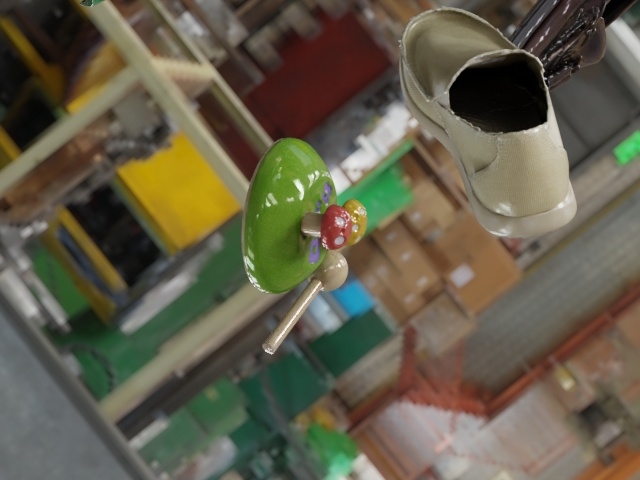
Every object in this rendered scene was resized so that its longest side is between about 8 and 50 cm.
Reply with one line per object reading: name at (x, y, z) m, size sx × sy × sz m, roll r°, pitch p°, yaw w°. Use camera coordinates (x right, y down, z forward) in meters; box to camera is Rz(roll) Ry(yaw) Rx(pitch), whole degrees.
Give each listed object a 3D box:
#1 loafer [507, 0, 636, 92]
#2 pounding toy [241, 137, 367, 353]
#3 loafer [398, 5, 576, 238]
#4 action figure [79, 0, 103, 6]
loafer at (0.263, -0.223, 1.586) m, size 0.302 × 0.095 × 0.109 m, roll -52°, pitch 179°, yaw -24°
pounding toy at (0.000, 0.000, 1.869) m, size 0.183 × 0.110 × 0.237 m, roll -56°, pitch 147°, yaw -45°
loafer at (0.129, -0.112, 1.235) m, size 0.102 × 0.268 × 0.092 m, roll -12°, pitch 130°, yaw -11°
action figure at (-0.123, -0.301, 1.585) m, size 0.232 × 0.063 × 0.137 m, roll -21°, pitch 177°, yaw -24°
